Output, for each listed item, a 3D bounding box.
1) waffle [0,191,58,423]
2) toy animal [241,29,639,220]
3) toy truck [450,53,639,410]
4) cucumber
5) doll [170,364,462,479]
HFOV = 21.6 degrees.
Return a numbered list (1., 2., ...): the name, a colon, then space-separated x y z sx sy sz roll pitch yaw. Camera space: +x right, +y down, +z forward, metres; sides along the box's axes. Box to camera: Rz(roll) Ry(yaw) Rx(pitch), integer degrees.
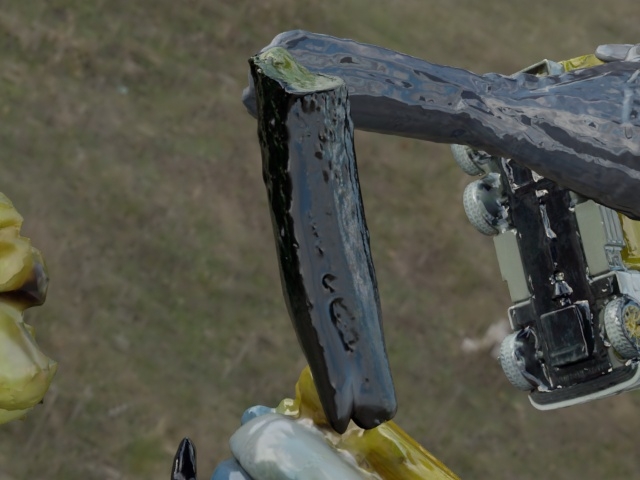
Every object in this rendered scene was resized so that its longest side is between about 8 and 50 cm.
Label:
1. waffle: -0.180 -0.066 0.563 0.062 0.329 0.329 -29 53 -20
2. toy animal: 0.160 -0.058 0.840 0.367 0.081 0.206 18 24 5
3. toy truck: 0.166 -0.010 1.061 0.114 0.098 0.227 5 69 -48
4. cucumber: -0.001 0.000 0.577 0.033 0.135 0.034 -12 9 -40
5. doll: -0.068 0.196 0.681 0.177 0.314 0.141 36 -3 37
